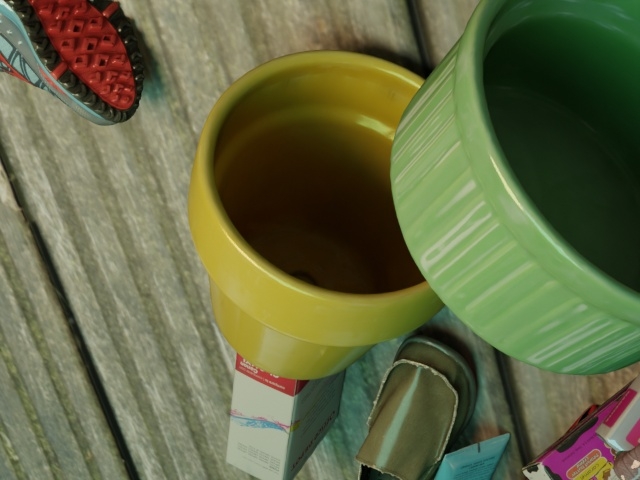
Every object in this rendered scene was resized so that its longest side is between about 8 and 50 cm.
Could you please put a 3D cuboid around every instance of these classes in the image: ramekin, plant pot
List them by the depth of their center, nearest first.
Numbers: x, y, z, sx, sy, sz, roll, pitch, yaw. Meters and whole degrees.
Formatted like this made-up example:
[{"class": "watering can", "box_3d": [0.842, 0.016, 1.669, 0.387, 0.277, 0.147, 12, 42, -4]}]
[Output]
[{"class": "ramekin", "box_3d": [0.199, -0.047, 1.111, 0.303, 0.303, 0.148, 43, 139, -3]}, {"class": "plant pot", "box_3d": [0.000, 0.000, 1.306, 0.254, 0.254, 0.239, 33, 148, 6]}]

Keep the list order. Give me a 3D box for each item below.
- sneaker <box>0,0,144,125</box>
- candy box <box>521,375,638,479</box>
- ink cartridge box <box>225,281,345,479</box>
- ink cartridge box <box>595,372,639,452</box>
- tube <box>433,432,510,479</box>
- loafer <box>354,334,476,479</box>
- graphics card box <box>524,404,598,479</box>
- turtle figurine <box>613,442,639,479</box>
[{"class": "sneaker", "box_3d": [-0.276, -0.205, 1.423, 0.262, 0.104, 0.125, 45, 150, 0]}, {"class": "candy box", "box_3d": [0.314, 0.244, 1.297, 0.233, 0.159, 0.071, 53, 166, 8]}, {"class": "ink cartridge box", "box_3d": [-0.031, 0.141, 1.483, 0.072, 0.127, 0.175, 22, 130, 17]}, {"class": "ink cartridge box", "box_3d": [0.412, 0.182, 1.233, 0.311, 0.065, 0.186, 36, 92, 1]}, {"class": "tube", "box_3d": [0.134, 0.275, 1.526, 0.052, 0.080, 0.207, 50, 142, 30]}, {"class": "loafer", "box_3d": [0.090, 0.203, 1.484, 0.094, 0.087, 0.251, 22, 130, 16]}, {"class": "graphics card box", "box_3d": [0.341, 0.352, 1.426, 0.371, 0.094, 0.233, 35, 125, 5]}, {"class": "turtle figurine", "box_3d": [0.335, 0.122, 1.133, 0.234, 0.118, 0.175, -56, 47, 20]}]
